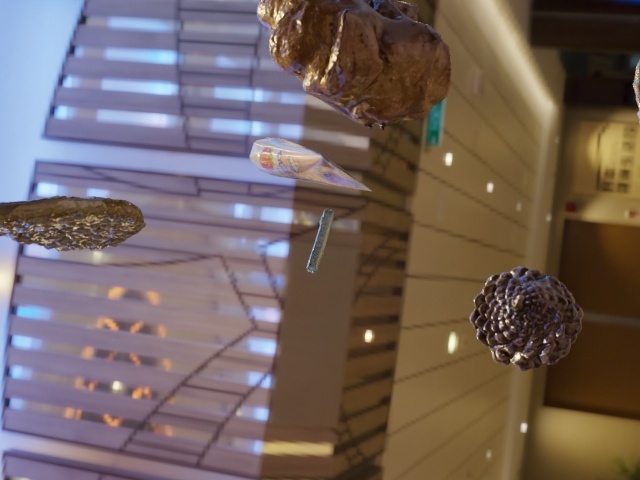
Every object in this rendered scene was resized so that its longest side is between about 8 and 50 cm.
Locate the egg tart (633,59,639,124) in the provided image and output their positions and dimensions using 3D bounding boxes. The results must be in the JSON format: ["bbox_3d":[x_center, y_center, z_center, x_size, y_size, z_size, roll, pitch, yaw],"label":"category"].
[{"bbox_3d":[0.558,-0.156,1.510,0.132,0.345,0.345,-35,35,57],"label":"egg tart"}]

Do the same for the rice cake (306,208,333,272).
[{"bbox_3d":[0.000,0.000,1.842,0.022,0.022,0.121,96,-170,-61],"label":"rice cake"}]

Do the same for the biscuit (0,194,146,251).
[{"bbox_3d":[-0.275,-0.023,1.207,0.290,0.141,0.038,24,-125,-76],"label":"biscuit"}]

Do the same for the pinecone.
[{"bbox_3d":[0.377,0.138,1.918,0.212,0.169,0.185,1,-126,-50],"label":"pinecone"}]

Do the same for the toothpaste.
[{"bbox_3d":[-0.017,-0.082,1.151,0.067,0.194,0.042,33,-96,-29],"label":"toothpaste"}]

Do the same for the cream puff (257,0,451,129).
[{"bbox_3d":[0.045,-0.244,1.375,0.154,0.269,0.241,-60,17,29],"label":"cream puff"}]
